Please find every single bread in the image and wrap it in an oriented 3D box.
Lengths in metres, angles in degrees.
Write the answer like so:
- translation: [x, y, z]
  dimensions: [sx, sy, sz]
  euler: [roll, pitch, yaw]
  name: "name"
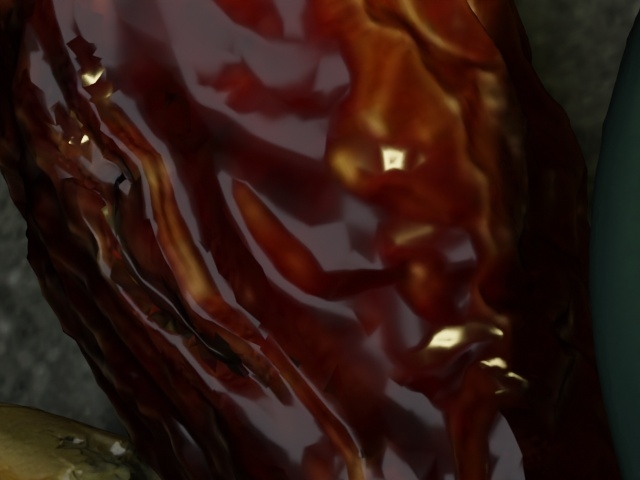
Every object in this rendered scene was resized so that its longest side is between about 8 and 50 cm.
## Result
- translation: [-0.118, 0.129, 0.784]
  dimensions: [0.106, 0.082, 0.125]
  euler: [21, 98, 45]
  name: "bread"

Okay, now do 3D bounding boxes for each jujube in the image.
- translation: [0.000, 0.000, 0.685]
  dimensions: [0.216, 0.216, 0.342]
  euler: [-29, 68, 23]
  name: "jujube"

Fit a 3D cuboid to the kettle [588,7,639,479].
- translation: [0.225, -0.001, 0.504]
  dimensions: [0.320, 0.247, 0.342]
  euler: [8, 67, 21]
  name: "kettle"
